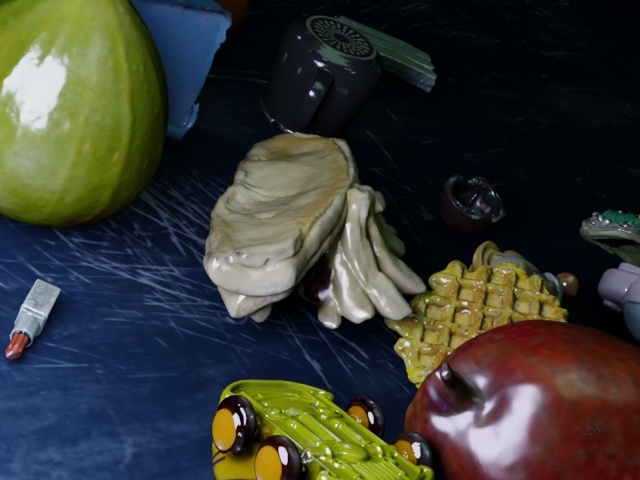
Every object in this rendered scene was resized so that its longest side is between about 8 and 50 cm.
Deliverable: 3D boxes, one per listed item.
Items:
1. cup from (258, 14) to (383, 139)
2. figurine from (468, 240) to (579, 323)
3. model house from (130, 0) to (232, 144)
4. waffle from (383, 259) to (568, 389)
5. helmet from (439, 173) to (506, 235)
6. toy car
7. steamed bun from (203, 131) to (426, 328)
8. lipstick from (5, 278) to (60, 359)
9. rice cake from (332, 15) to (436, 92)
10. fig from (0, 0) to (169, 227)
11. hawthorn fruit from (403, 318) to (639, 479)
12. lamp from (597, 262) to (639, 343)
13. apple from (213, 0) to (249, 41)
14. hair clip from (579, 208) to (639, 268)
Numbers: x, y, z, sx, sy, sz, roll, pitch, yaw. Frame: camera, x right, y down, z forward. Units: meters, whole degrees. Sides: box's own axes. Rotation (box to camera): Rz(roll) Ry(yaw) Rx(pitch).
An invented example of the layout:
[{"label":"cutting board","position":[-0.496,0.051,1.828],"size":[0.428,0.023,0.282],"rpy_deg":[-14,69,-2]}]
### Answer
[{"label":"cup","position":[-0.009,-0.238,2.049],"size":[0.169,0.177,0.223],"rpy_deg":[30,31,-4]},{"label":"figurine","position":[0.301,0.124,1.809],"size":[0.274,0.133,0.194],"rpy_deg":[35,51,-1]},{"label":"model house","position":[-0.314,-0.302,1.847],"size":[0.237,0.216,0.303],"rpy_deg":[-4,39,-45]},{"label":"waffle","position":[0.216,0.128,1.678],"size":[0.237,0.059,0.243],"rpy_deg":[-26,64,-20]},{"label":"helmet","position":[0.230,-0.049,2.070],"size":[0.123,0.070,0.098],"rpy_deg":[-4,52,-37]},{"label":"toy car","position":[-0.007,0.241,1.313],"size":[0.200,0.142,0.248],"rpy_deg":[8,15,-36]},{"label":"steamed bun","position":[0.000,0.000,1.690],"size":[0.247,0.189,0.428],"rpy_deg":[-10,23,8]},{"label":"lipstick","position":[-0.310,0.090,1.395],"size":[0.030,0.030,0.129],"rpy_deg":[25,29,-8]},{"label":"rice cake","position":[0.116,-0.360,2.504],"size":[0.211,0.038,0.124],"rpy_deg":[20,30,-17]},{"label":"fig","position":[-0.307,-0.176,1.530],"size":[0.316,0.316,0.316],"rpy_deg":[22,29,-13]},{"label":"hawthorn fruit","position":[0.247,0.232,1.409],"size":[0.324,0.308,0.308],"rpy_deg":[0,37,-16]},{"label":"lamp","position":[0.528,0.120,2.020],"size":[0.246,0.108,0.179],"rpy_deg":[28,-9,44]},{"label":"apple","position":[-0.209,-0.411,2.147],"size":[0.196,0.196,0.196],"rpy_deg":[22,29,-13]},{"label":"hair clip","position":[0.553,0.025,2.101],"size":[0.321,0.091,0.138],"rpy_deg":[36,-16,-34]}]
